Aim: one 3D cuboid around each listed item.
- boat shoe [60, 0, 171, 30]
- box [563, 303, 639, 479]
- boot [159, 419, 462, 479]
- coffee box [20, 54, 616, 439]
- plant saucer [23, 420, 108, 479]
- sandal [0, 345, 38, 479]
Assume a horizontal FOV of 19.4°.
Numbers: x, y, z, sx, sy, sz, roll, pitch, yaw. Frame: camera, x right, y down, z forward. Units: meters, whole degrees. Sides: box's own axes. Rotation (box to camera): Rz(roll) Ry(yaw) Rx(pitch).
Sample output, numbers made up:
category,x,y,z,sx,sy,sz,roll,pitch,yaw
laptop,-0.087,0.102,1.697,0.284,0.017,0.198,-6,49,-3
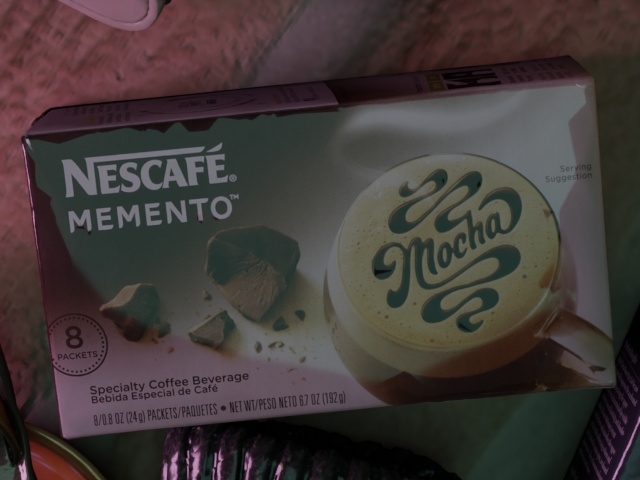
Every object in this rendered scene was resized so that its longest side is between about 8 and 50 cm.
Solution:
category,x,y,z,sx,sy,sz,roll,pitch,yaw
boat shoe,-0.164,-0.191,1.024,0.206,0.075,0.065,31,56,0
box,0.220,0.152,1.049,0.153,0.108,0.207,22,99,-3
boot,0.046,0.253,1.060,0.348,0.131,0.260,20,83,-21
coffee box,0.000,0.000,1.016,0.297,0.119,0.168,-5,102,1
plant saucer,-0.199,0.198,1.083,0.200,0.037,0.200,0,91,2
sandal,-0.210,0.107,1.033,0.090,0.060,0.219,-20,87,0
